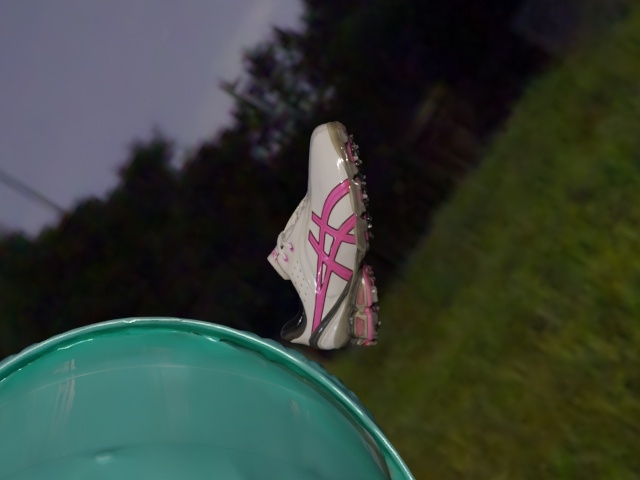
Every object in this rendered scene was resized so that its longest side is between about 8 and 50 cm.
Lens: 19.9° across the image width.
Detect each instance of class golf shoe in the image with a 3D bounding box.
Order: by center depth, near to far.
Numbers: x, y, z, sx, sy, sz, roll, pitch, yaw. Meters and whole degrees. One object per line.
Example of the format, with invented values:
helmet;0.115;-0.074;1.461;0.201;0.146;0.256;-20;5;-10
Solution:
golf shoe;0.000;0.000;1.426;0.067;0.086;0.186;-94;0;-72

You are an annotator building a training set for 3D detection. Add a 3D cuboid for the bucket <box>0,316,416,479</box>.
bucket;-0.069;0.178;0.778;0.281;0.281;0.183;-60;21;24
